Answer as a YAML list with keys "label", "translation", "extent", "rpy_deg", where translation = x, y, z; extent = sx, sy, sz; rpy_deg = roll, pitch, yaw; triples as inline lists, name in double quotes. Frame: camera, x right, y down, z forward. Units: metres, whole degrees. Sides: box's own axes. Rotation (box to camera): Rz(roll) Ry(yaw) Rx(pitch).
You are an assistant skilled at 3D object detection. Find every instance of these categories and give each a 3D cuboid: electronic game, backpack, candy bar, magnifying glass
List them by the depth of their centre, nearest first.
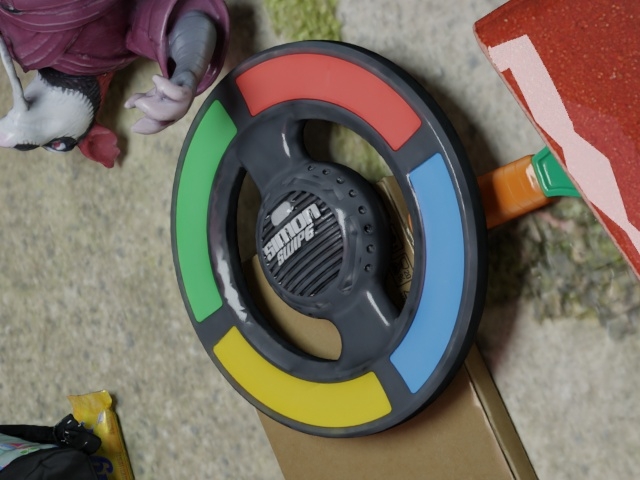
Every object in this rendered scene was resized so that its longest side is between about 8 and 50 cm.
- label: "magnifying glass"
  translation: [0.140, -0.043, 1.067]
  extent: [0.231, 0.026, 0.092]
  rpy_deg: [-24, 83, 37]
- label: "electronic game"
  translation: [0.000, 0.000, 1.141]
  extent: [0.229, 0.048, 0.229]
  rpy_deg: [8, 102, 40]
- label: "candy bar"
  translation: [-0.135, 0.179, 1.331]
  extent: [0.040, 0.018, 0.162]
  rpy_deg: [-16, 87, 40]
- label: "backpack"
  translation: [-0.223, 0.188, 1.333]
  extent: [0.182, 0.115, 0.152]
  rpy_deg: [11, 107, 49]

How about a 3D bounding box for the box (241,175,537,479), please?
- label: "box"
  translation: [0.025, 0.085, 1.182]
  extent: [0.164, 0.021, 0.201]
  rpy_deg: [-30, 79, 38]

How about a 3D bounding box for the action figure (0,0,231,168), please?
- label: "action figure"
  translation: [-0.168, -0.189, 1.173]
  extent: [0.248, 0.276, 0.370]
  rpy_deg: [9, 145, 7]

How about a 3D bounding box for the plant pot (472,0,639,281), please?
- label: "plant pot"
  translation: [0.265, -0.041, 0.821]
  extent: [0.235, 0.267, 0.267]
  rpy_deg: [-37, 75, 19]

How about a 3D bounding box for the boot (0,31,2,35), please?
- label: "boot"
  translation: [-0.323, -0.210, 1.372]
  extent: [0.283, 0.109, 0.220]
  rpy_deg: [-24, 79, 46]
